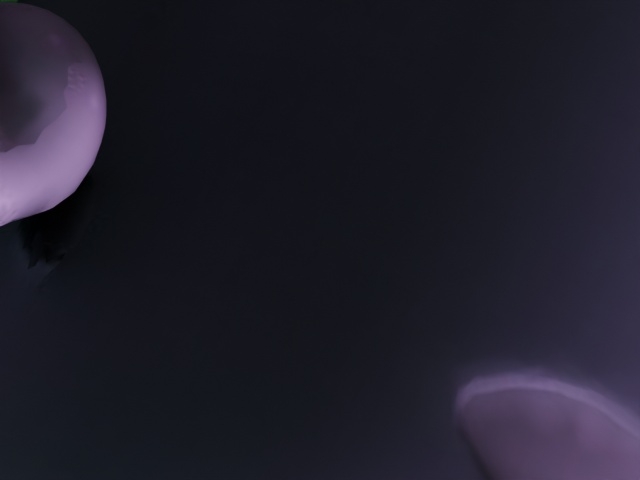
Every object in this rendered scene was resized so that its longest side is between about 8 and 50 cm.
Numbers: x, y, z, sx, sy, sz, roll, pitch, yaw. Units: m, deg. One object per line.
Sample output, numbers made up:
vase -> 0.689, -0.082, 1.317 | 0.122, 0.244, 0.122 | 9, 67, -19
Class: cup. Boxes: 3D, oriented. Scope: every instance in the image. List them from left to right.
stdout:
cup -> 0.000, 0.000, 0.410 | 0.259, 0.274, 0.357 | 6, 146, 34
